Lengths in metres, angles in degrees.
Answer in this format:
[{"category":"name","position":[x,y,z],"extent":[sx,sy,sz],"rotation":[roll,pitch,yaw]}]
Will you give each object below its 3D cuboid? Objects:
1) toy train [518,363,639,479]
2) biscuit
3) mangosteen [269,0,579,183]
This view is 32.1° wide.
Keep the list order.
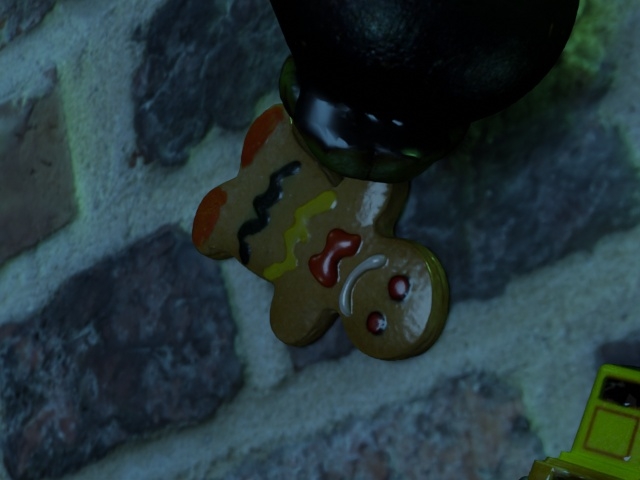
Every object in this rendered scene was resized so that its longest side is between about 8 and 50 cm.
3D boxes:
[{"category":"toy train","position":[0.214,0.146,0.623],"extent":[0.219,0.089,0.127],"rotation":[11,76,39]},{"category":"biscuit","position":[0.000,0.000,0.851],"extent":[0.250,0.036,0.165],"rotation":[42,106,36]},{"category":"mangosteen","position":[0.058,-0.159,0.734],"extent":[0.243,0.243,0.243],"rotation":[-10,74,35]}]
